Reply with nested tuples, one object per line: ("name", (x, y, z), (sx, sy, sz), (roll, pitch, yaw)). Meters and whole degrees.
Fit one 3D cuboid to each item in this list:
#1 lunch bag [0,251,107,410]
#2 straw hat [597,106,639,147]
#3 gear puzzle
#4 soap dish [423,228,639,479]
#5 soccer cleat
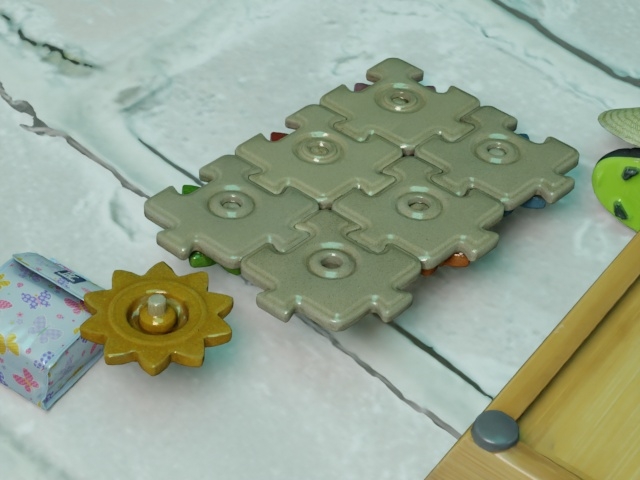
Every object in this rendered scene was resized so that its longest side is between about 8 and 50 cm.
("lunch bag", (-0.159, 0.044, 1.120), (0.071, 0.053, 0.083), (30, 45, 16))
("straw hat", (0.247, -0.090, 1.229), (0.144, 0.061, 0.144), (12, 17, -4))
("gear puzzle", (0.000, 0.000, 1.160), (0.175, 0.044, 0.339), (30, 45, 30))
("soap dish", (0.212, 0.107, 1.056), (0.229, 0.118, 0.291), (31, 54, 20))
("soccer cleat", (0.259, -0.024, 1.225), (0.179, 0.060, 0.072), (15, 32, 6))
